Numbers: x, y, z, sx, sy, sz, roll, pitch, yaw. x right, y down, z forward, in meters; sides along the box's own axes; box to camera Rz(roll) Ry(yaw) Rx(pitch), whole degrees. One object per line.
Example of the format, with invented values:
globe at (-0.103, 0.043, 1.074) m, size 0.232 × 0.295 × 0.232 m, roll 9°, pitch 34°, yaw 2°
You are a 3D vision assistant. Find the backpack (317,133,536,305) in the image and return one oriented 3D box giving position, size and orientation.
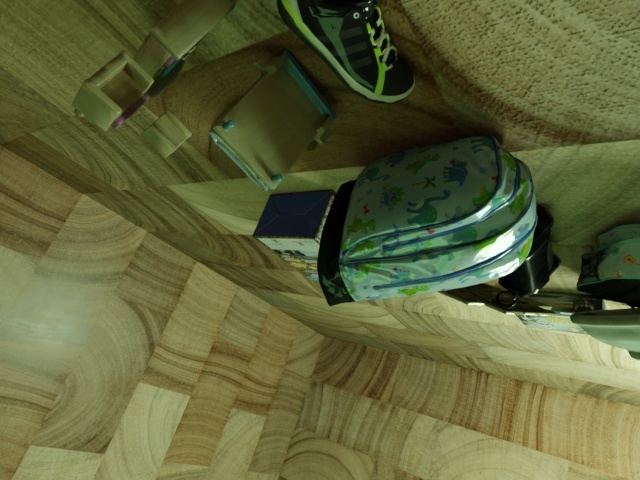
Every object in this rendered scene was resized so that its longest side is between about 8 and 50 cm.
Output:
backpack at (0.189, -0.038, 0.724) m, size 0.356 × 0.290 × 0.273 m, roll 4°, pitch 135°, yaw 19°

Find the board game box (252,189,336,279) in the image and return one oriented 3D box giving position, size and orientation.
board game box at (0.000, 0.000, 1.152) m, size 0.232 × 0.141 × 0.291 m, roll 2°, pitch 153°, yaw 39°

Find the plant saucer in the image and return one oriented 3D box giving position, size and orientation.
plant saucer at (0.729, 0.180, 0.795) m, size 0.401 × 0.100 × 0.400 m, roll -4°, pitch 170°, yaw -1°

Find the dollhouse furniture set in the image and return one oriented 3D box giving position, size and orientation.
dollhouse furniture set at (-0.172, -0.181, 0.660) m, size 0.303 × 0.286 × 0.198 m, roll 45°, pitch 150°, yaw -26°

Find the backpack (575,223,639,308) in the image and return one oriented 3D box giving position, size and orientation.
backpack at (0.595, 0.050, 0.738) m, size 0.166 × 0.144 × 0.188 m, roll 17°, pitch 176°, yaw 9°

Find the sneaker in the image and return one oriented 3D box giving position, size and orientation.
sneaker at (0.048, -0.271, 0.528) m, size 0.235 × 0.084 × 0.097 m, roll 29°, pitch 156°, yaw -23°

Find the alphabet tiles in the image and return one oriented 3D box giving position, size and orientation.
alphabet tiles at (0.412, 0.137, 1.068) m, size 0.285 × 0.011 × 0.343 m, roll 6°, pitch -173°, yaw -25°

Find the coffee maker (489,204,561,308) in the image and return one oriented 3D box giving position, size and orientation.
coffee maker at (0.415, 0.038, 0.838) m, size 0.120 × 0.171 × 0.178 m, roll 11°, pitch 157°, yaw 38°

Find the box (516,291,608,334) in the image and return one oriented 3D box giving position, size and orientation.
box at (0.695, 0.212, 1.175) m, size 0.231 × 0.056 × 0.183 m, roll -1°, pitch 150°, yaw 43°
